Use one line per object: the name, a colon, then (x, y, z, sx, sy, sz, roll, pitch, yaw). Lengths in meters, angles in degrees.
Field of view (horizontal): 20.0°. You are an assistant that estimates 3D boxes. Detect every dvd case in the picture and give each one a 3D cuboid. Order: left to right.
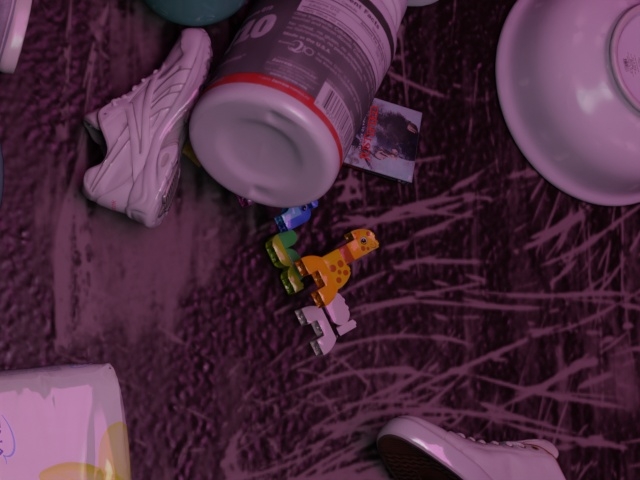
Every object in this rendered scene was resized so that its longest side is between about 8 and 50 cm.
dvd case: (0.055, -0.119, 2.042, 0.119, 0.013, 0.087, 16, 74, -22)

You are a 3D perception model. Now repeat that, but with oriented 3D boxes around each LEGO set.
LEGO set: (0.000, 0.000, 1.952, 0.093, 0.087, 0.227, -28, 95, -27)

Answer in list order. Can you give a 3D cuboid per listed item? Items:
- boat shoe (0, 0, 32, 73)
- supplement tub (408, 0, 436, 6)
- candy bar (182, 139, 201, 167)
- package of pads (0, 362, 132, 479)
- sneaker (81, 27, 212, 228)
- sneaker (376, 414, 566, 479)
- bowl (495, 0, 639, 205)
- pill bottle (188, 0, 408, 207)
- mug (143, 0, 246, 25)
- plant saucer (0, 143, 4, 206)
boat shoe: (-0.334, -0.280, 1.850, 0.081, 0.079, 0.227, 5, 74, -16)
supplement tub: (0.137, -0.444, 2.015, 0.235, 0.235, 0.325, 40, 66, -14)
candy bar: (-0.109, -0.154, 1.965, 0.040, 0.018, 0.161, 35, 68, -17)
package of pads: (-0.291, 0.271, 1.752, 0.229, 0.101, 0.296, -5, 83, -26)
sneaker: (-0.183, -0.132, 1.884, 0.115, 0.090, 0.232, 17, 64, 4)
sneaker: (0.183, 0.252, 1.999, 0.290, 0.106, 0.123, 37, 57, -24)
bowl: (0.366, -0.197, 2.142, 0.298, 0.134, 0.298, 5, 78, -26)
pill bottle: (-0.015, -0.184, 1.907, 0.161, 0.161, 0.283, 39, 48, -15)
mug: (-0.120, -0.286, 1.918, 0.157, 0.097, 0.129, 18, 55, 8)
plant saucer: (-0.457, -0.076, 1.767, 0.317, 0.043, 0.318, 5, 79, -26)
